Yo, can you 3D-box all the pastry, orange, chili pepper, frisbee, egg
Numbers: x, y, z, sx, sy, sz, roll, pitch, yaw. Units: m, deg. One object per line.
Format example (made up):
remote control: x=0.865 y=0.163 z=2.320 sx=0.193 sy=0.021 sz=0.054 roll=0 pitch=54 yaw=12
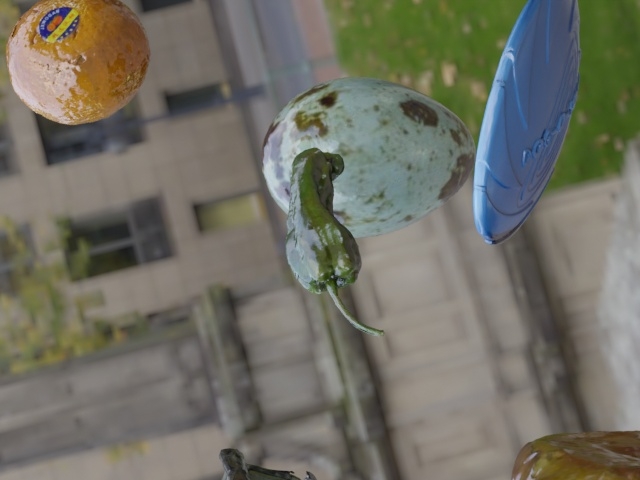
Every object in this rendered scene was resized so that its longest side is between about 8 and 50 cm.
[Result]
pastry: x=0.337 y=0.275 z=1.865 sx=0.356 sy=0.356 sz=0.164 roll=177 pitch=95 yaw=-86
orange: x=-0.224 y=-0.169 z=1.785 sx=0.117 sy=0.135 sz=0.136 roll=57 pitch=-166 yaw=-60
chili pepper: x=0.001 y=-0.002 z=1.794 sx=0.072 sy=0.073 sz=0.204 roll=69 pitch=-172 yaw=-51
frisbee: x=0.193 y=-0.110 z=1.679 sx=0.242 sy=0.045 sz=0.242 roll=17 pitch=-90 yaw=-70
egg: x=0.052 y=-0.087 z=2.005 sx=0.169 sy=0.231 sz=0.169 roll=177 pitch=90 yaw=-75

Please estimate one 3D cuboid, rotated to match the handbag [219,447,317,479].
handbag: x=-0.112 y=0.314 z=1.220 sx=0.162 sy=0.325 sz=0.327 roll=48 pitch=-174 yaw=-16
